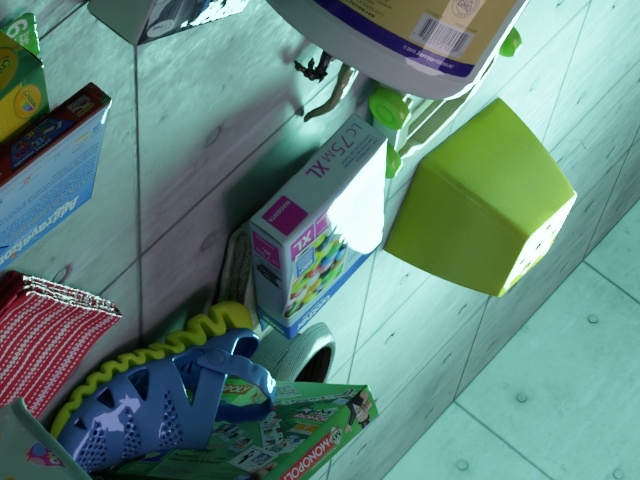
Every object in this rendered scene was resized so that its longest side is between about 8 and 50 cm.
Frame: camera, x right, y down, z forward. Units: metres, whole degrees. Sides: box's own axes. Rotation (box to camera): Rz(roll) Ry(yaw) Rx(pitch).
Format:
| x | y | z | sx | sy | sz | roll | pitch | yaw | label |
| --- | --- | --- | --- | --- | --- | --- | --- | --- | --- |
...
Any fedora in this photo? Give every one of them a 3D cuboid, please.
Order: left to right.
| x | y | z | sx | sy | sz | roll | pitch | yaw | label |
| --- | --- | --- | --- | --- | --- | --- | --- | --- | --- |
| -0.090 | 0.217 | 2.368 | 0.275 | 0.124 | 0.244 | -66 | 165 | 5 | fedora |

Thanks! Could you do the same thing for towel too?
| x | y | z | sx | sy | sz | roll | pitch | yaw | label |
| --- | --- | --- | --- | --- | --- | --- | --- | --- | --- |
| -0.304 | 0.127 | 1.756 | 0.199 | 0.031 | 0.275 | -52 | 165 | 2 | towel |
| -0.052 | 0.022 | 2.199 | 0.187 | 0.049 | 0.282 | -42 | 160 | -33 | towel |

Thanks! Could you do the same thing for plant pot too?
| x | y | z | sx | sy | sz | roll | pitch | yaw | label |
| --- | --- | --- | --- | --- | --- | --- | --- | --- | --- |
| 0.252 | -0.045 | 2.643 | 0.212 | 0.187 | 0.212 | -38 | 159 | -39 | plant pot |

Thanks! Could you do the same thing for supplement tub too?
| x | y | z | sx | sy | sz | roll | pitch | yaw | label |
| --- | --- | --- | --- | --- | --- | --- | --- | --- | --- |
| 0.111 | -0.317 | 1.550 | 0.331 | 0.241 | 0.241 | -58 | 163 | 20 | supplement tub |

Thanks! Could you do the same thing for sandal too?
| x | y | z | sx | sy | sz | roll | pitch | yaw | label |
| --- | --- | --- | --- | --- | --- | --- | --- | --- | --- |
| -0.172 | 0.189 | 2.037 | 0.317 | 0.138 | 0.126 | -31 | 154 | -29 | sandal |

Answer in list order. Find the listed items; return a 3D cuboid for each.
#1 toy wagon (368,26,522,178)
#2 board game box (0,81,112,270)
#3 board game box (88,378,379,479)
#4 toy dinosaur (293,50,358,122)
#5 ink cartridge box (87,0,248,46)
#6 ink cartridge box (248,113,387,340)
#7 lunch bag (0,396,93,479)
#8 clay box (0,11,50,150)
| x | y | z | sx | sy | sz | roll | pitch | yaw | label |
| --- | --- | --- | --- | --- | --- | --- | --- | --- | --- |
| 0.157 | -0.233 | 2.185 | 0.267 | 0.068 | 0.344 | -46 | 162 | -22 | toy wagon |
| -0.274 | -0.001 | 1.371 | 0.281 | 0.027 | 0.145 | -43 | 165 | -33 | board game box |
| -0.113 | 0.241 | 2.128 | 0.213 | 0.317 | 0.046 | -38 | 114 | -39 | board game box |
| 0.037 | -0.214 | 1.908 | 0.268 | 0.064 | 0.118 | -56 | 171 | 27 | toy dinosaur |
| -0.061 | -0.315 | 1.402 | 0.165 | 0.065 | 0.332 | -28 | 151 | -53 | ink cartridge box |
| 0.000 | 0.000 | 2.111 | 0.186 | 0.065 | 0.311 | -46 | 163 | -20 | ink cartridge box |
| -0.294 | 0.311 | 1.656 | 0.223 | 0.262 | 0.160 | -30 | 144 | -24 | lunch bag |
| -0.279 | -0.066 | 1.354 | 0.222 | 0.053 | 0.127 | -44 | 164 | -21 | clay box |
